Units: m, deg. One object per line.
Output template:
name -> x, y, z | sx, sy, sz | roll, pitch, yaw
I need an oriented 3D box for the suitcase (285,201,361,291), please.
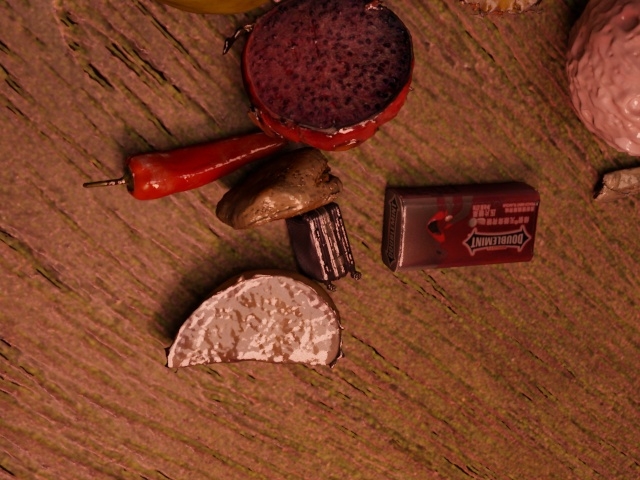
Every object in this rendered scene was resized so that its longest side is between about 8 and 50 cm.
suitcase -> 0.000, 0.000, 1.365 | 0.059, 0.086, 0.126 | -27, 116, -25

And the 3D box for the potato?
potato -> -0.092, 0.102, 1.364 | 0.243, 0.098, 0.138 | 0, 102, -7

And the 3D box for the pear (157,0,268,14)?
pear -> -0.144, -0.386, 1.093 | 0.307, 0.253, 0.253 | 23, 100, -18

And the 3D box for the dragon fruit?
dragon fruit -> 0.013, -0.196, 1.271 | 0.223, 0.218, 0.148 | -23, 157, -2

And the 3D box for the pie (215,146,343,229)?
pie -> -0.056, -0.063, 1.267 | 0.163, 0.193, 0.079 | -27, 102, -15

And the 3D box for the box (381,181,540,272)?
box -> 0.203, -0.021, 1.437 | 0.224, 0.069, 0.120 | -3, 109, -20

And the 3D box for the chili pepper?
chili pepper -> -0.170, -0.097, 1.279 | 0.272, 0.071, 0.063 | -15, 117, -16

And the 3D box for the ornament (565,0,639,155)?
ornament -> 0.454, -0.233, 1.349 | 0.225, 0.259, 0.259 | -28, 118, 21

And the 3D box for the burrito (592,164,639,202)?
burrito -> 0.498, -0.096, 1.522 | 0.171, 0.042, 0.051 | -10, 141, -10

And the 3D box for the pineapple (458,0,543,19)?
pineapple -> 0.238, -0.399, 1.329 | 0.221, 0.047, 0.221 | -6, 107, -19
